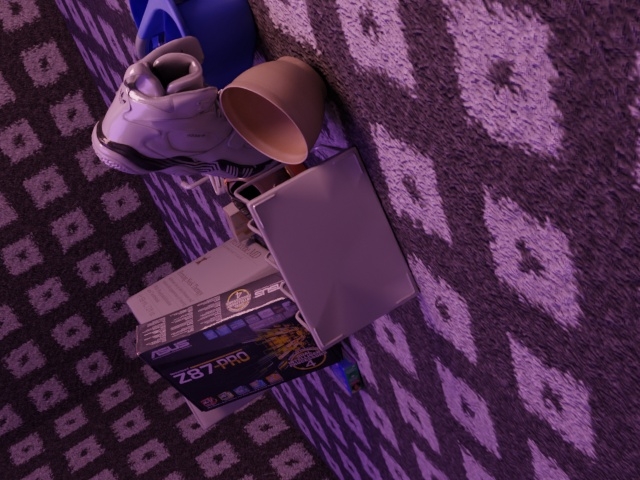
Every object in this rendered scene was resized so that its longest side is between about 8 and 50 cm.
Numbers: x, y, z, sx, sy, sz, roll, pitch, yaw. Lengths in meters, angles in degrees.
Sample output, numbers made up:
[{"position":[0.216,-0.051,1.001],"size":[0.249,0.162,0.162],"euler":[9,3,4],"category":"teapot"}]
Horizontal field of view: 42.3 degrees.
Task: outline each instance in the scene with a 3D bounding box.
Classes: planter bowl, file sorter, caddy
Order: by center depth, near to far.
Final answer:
[{"position":[-0.057,-0.211,1.268],"size":[0.162,0.109,0.162],"euler":[31,157,15],"category":"planter bowl"},{"position":[0.000,0.000,1.389],"size":[0.277,0.193,0.173],"euler":[65,167,-20],"category":"file sorter"},{"position":[-0.250,-0.378,1.480],"size":[0.241,0.179,0.341],"euler":[58,165,7],"category":"caddy"}]

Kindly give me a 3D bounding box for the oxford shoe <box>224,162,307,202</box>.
[{"position":[-0.145,-0.165,1.616],"size":[0.363,0.133,0.130],"euler":[50,159,22],"category":"oxford shoe"}]

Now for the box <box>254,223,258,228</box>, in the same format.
[{"position":[-0.166,-0.067,2.116],"size":[0.083,0.018,0.067],"euler":[64,165,-18],"category":"box"}]

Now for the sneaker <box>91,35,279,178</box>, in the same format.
[{"position":[-0.179,-0.213,1.371],"size":[0.210,0.366,0.137],"euler":[-54,49,47],"category":"sneaker"}]

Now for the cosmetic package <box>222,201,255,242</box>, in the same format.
[{"position":[-0.218,-0.053,2.233],"size":[0.041,0.060,0.115],"euler":[46,162,37],"category":"cosmetic package"}]

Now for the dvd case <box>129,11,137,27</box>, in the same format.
[{"position":[-0.457,-0.554,2.122],"size":[0.087,0.013,0.119],"euler":[64,164,-17],"category":"dvd case"}]

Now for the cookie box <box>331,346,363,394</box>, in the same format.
[{"position":[0.061,0.325,2.100],"size":[0.092,0.040,0.107],"euler":[44,159,45],"category":"cookie box"}]

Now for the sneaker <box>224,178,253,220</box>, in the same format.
[{"position":[-0.171,-0.159,1.786],"size":[0.130,0.109,0.286],"euler":[81,163,-74],"category":"sneaker"}]

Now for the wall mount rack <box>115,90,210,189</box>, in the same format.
[{"position":[-0.417,-0.296,2.265],"size":[0.304,0.130,0.350],"euler":[42,156,48],"category":"wall mount rack"}]

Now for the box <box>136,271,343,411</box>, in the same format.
[{"position":[-0.184,0.244,1.958],"size":[0.318,0.395,0.097],"euler":[58,-165,-46],"category":"box"}]

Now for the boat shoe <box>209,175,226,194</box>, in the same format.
[{"position":[-0.276,-0.219,2.066],"size":[0.226,0.076,0.083],"euler":[63,164,-14],"category":"boat shoe"}]

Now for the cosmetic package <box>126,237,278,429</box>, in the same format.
[{"position":[-0.266,0.238,2.299],"size":[0.329,0.394,0.327],"euler":[28,146,63],"category":"cosmetic package"}]
